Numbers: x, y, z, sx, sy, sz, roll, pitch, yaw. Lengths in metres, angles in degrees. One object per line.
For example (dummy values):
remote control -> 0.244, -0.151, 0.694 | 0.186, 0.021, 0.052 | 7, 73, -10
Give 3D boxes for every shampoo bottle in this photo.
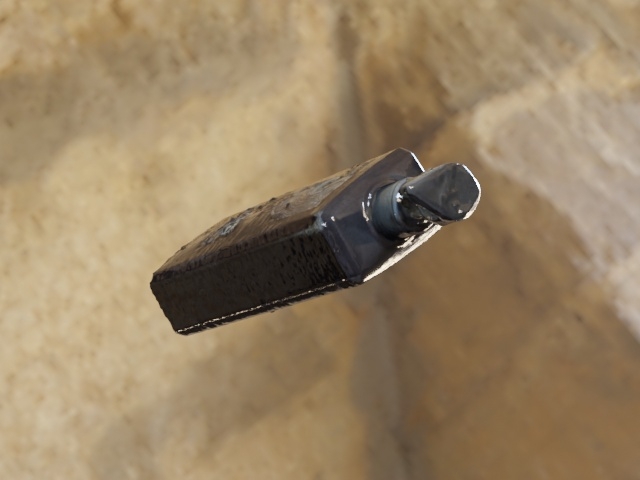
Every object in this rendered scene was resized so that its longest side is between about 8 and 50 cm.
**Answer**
shampoo bottle -> 0.001, 0.000, 1.272 | 0.098, 0.071, 0.309 | -33, 9, -35
